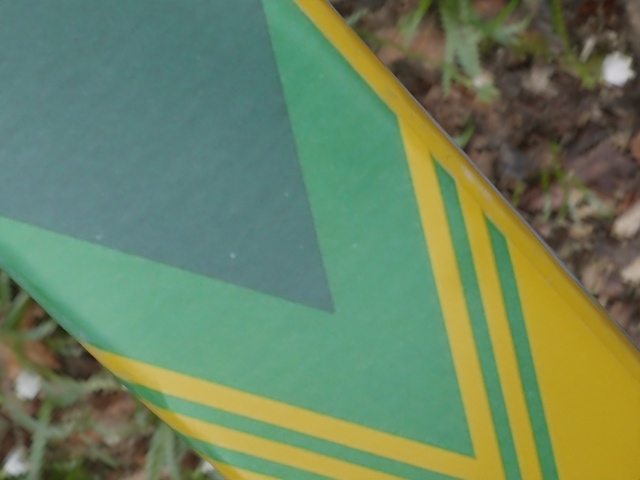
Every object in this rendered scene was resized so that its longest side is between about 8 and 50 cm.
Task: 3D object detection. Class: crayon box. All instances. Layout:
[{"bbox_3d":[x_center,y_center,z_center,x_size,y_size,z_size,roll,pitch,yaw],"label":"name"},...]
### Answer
[{"bbox_3d":[0.000,0.000,0.432,0.083,0.203,0.323,-43,110,5],"label":"crayon box"}]
